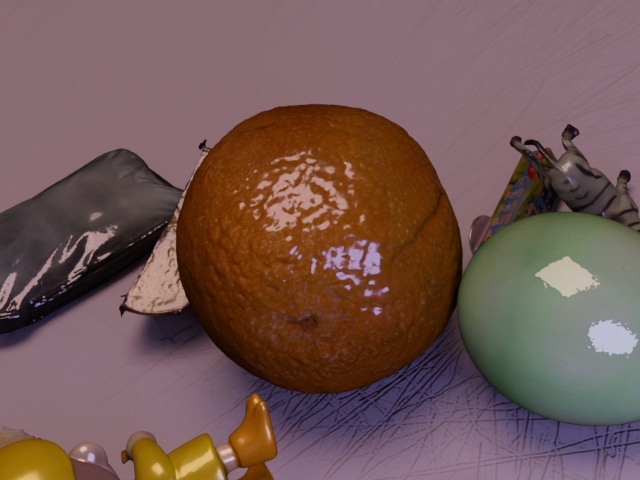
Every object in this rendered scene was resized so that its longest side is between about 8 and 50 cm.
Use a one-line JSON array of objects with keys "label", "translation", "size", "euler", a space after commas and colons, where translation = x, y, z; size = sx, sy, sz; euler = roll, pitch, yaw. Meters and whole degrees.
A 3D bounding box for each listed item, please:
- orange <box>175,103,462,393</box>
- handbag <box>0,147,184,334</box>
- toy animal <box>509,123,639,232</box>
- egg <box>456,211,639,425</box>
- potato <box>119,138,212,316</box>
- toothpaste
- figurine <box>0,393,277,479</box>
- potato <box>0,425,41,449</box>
[{"label": "orange", "translation": [0.000, 0.000, 1.977], "size": [0.322, 0.322, 0.357], "euler": [-10, 24, 5]}, {"label": "handbag", "translation": [-0.328, -0.002, 2.278], "size": [0.332, 0.075, 0.191], "euler": [-32, 46, -24]}, {"label": "toy animal", "translation": [0.328, -0.050, 2.091], "size": [0.073, 0.217, 0.176], "euler": [-52, 18, 18]}, {"label": "egg", "translation": [0.276, 0.084, 1.874], "size": [0.269, 0.220, 0.220], "euler": [23, 50, 13]}, {"label": "potato", "translation": [-0.149, 0.015, 2.165], "size": [0.098, 0.138, 0.243], "euler": [24, 71, 7]}, {"label": "toothpaste", "translation": [0.237, -0.039, 2.139], "size": [0.044, 0.070, 0.193], "euler": [-15, 32, 39]}, {"label": "figurine", "translation": [-0.203, 0.269, 1.777], "size": [0.343, 0.215, 0.187], "euler": [-21, 30, -20]}, {"label": "potato", "translation": [-0.439, 0.292, 1.910], "size": [0.299, 0.116, 0.239], "euler": [-10, 23, -19]}]
